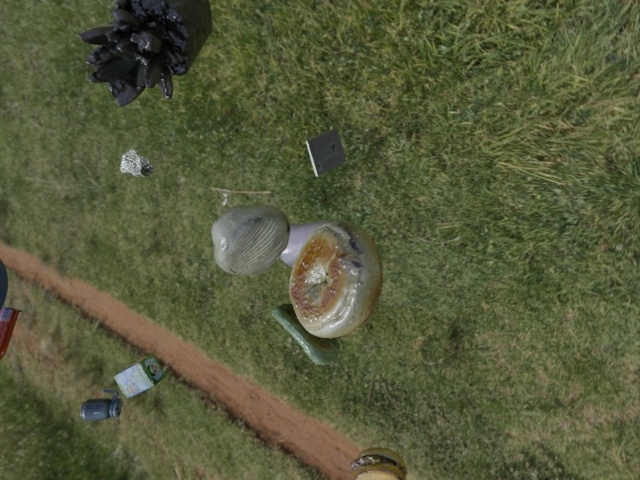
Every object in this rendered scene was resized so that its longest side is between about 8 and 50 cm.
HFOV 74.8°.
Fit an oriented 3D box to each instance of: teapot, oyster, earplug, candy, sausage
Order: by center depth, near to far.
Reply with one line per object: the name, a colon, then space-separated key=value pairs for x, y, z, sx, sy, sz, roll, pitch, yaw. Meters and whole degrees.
teapot: x=-0.524 y=0.398 z=1.006 sx=0.049 sy=0.083 sz=0.063 roll=104 pitch=162 yaw=-51
sausage: x=-0.798 y=0.241 z=1.050 sx=0.048 sy=0.050 sz=0.145 roll=0 pitch=65 yaw=0
oyster: x=-0.478 y=-0.195 z=1.077 sx=0.098 sy=0.037 sz=0.100 roll=23 pitch=152 yaw=-1
candy: x=-0.627 y=0.472 z=1.448 sx=0.194 sy=0.062 sz=0.097 roll=-30 pitch=92 yaw=33
earplug: x=0.000 y=0.000 z=1.508 sx=0.301 sy=0.172 sz=0.172 roll=-11 pitch=89 yaw=46

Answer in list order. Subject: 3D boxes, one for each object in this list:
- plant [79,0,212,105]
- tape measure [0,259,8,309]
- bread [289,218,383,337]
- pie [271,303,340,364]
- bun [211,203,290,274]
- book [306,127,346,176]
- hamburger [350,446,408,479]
plant: x=-0.385 y=-0.458 z=0.942 sx=0.194 sy=0.320 sz=0.181 roll=21 pitch=144 yaw=1
tape measure: x=-0.718 y=0.081 z=0.761 sx=0.149 sy=0.231 sz=0.245 roll=9 pitch=111 yaw=7
bread: x=0.047 y=0.102 z=1.077 sx=0.305 sy=0.159 sz=0.305 roll=-22 pitch=62 yaw=50
pie: x=-0.040 y=0.263 z=1.208 sx=0.240 sy=0.240 sz=0.054 roll=42 pitch=99 yaw=26
bun: x=-0.201 y=-0.011 z=1.196 sx=0.141 sy=0.239 sz=0.239 roll=50 pitch=122 yaw=34
book: x=0.022 y=-0.306 z=1.444 sx=0.014 sy=0.182 sz=0.127 roll=-2 pitch=114 yaw=40
hamburger: x=0.191 y=0.770 z=1.386 sx=0.191 sy=0.118 sz=0.182 roll=12 pitch=116 yaw=3
